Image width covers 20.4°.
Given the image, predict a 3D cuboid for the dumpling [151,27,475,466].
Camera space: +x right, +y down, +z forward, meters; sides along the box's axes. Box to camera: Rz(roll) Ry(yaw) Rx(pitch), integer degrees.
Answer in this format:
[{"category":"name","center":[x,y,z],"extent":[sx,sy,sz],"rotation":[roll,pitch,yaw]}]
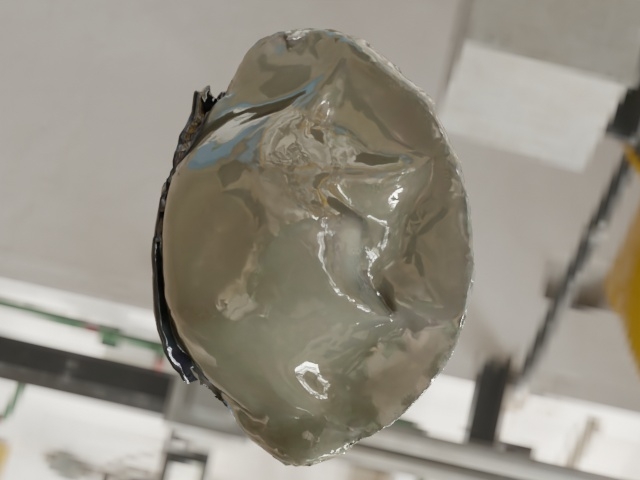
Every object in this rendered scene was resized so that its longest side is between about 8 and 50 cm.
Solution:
[{"category":"dumpling","center":[-0.018,-0.001,1.145],"extent":[0.204,0.163,0.293],"rotation":[168,-76,-67]}]
